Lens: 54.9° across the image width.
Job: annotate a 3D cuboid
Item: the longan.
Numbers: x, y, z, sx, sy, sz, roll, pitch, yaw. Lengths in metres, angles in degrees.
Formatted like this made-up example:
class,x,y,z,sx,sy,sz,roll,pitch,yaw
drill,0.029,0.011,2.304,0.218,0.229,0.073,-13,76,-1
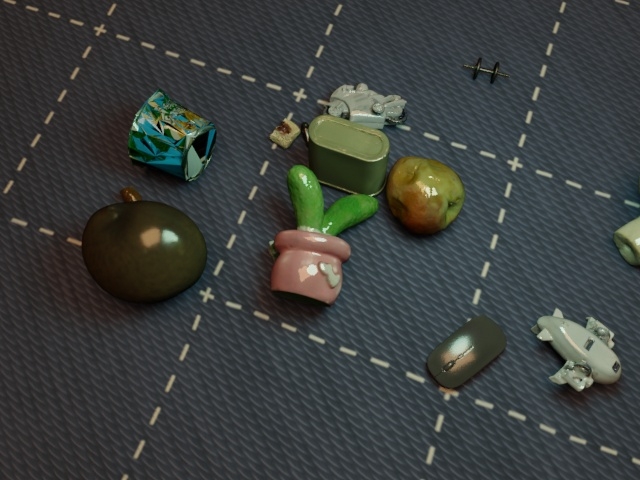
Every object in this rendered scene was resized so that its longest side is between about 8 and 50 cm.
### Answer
class,x,y,z,sx,sy,sz,roll,pitch,yaw
longan,-0.478,0.029,1.659,0.350,0.288,0.288,5,70,14

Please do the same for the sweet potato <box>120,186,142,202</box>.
class,x,y,z,sx,sy,sz,roll,pitch,yaw
sweet potato,-0.546,-0.113,1.820,0.049,0.049,0.117,-37,78,-11

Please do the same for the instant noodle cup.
class,x,y,z,sx,sy,sz,roll,pitch,yaw
instant noodle cup,-0.421,-0.289,1.789,0.178,0.240,0.240,24,73,7

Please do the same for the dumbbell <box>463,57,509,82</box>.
class,x,y,z,sx,sy,sz,roll,pitch,yaw
dumbbell,0.521,-0.535,1.940,0.147,0.069,0.069,15,71,5

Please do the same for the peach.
class,x,y,z,sx,sy,sz,roll,pitch,yaw
peach,0.287,-0.140,1.743,0.214,0.214,0.235,-38,63,-12

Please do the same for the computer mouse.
class,x,y,z,sx,sy,sz,roll,pitch,yaw
computer mouse,0.394,0.297,1.655,0.232,0.057,0.120,-34,73,-11

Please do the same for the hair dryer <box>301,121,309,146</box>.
class,x,y,z,sx,sy,sz,roll,pitch,yaw
hair dryer,-0.016,-0.332,1.903,0.083,0.031,0.079,-12,81,-12

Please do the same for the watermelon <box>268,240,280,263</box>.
class,x,y,z,sx,sy,sz,roll,pitch,yaw
watermelon,-0.123,0.025,1.773,0.061,0.085,0.085,6,68,34

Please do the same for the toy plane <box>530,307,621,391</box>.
class,x,y,z,sx,sy,sz,roll,pitch,yaw
toy plane,0.677,0.288,1.629,0.245,0.117,0.244,7,57,-11

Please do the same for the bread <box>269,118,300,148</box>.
class,x,y,z,sx,sy,sz,roll,pitch,yaw
bread,-0.107,-0.328,1.895,0.070,0.035,0.083,40,73,12

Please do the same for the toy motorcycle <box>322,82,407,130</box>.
class,x,y,z,sx,sy,sz,roll,pitch,yaw
toy motorcycle,0.133,-0.417,1.891,0.260,0.110,0.170,-1,59,-5

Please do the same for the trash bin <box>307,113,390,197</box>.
class,x,y,z,sx,sy,sz,roll,pitch,yaw
trash bin,0.078,-0.234,1.749,0.243,0.247,0.121,20,74,6

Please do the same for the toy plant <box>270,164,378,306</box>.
class,x,y,z,sx,sy,sz,roll,pitch,yaw
toy plant,0.001,0.005,1.701,0.317,0.211,0.356,21,67,-33

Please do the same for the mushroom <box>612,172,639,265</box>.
class,x,y,z,sx,sy,sz,roll,pitch,yaw
mushroom,0.990,-0.092,1.642,0.353,0.325,0.353,1,77,-4
